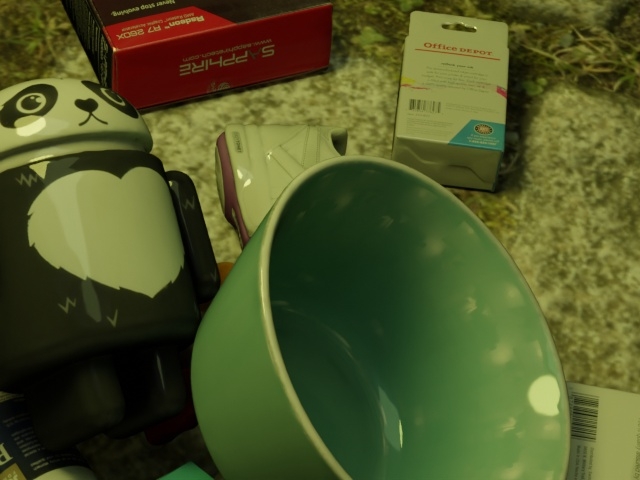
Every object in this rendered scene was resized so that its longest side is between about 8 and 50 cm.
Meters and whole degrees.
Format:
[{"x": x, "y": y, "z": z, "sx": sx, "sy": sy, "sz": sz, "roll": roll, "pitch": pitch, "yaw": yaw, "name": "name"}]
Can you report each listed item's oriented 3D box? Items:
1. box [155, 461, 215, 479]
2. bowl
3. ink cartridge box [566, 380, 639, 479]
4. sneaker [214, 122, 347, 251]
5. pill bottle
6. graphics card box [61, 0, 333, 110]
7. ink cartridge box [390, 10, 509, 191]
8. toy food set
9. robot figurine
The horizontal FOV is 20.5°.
[{"x": -0.039, "y": 0.277, "z": 1.311, "sx": 0.244, "sy": 0.100, "sz": 0.060, "roll": 34, "pitch": 31, "yaw": 22, "name": "box"}, {"x": 0.026, "y": 0.110, "z": 1.324, "sx": 0.311, "sy": 0.163, "sz": 0.312, "roll": 26, "pitch": 48, "yaw": -33, "name": "bowl"}, {"x": 0.240, "y": 0.207, "z": 1.415, "sx": 0.219, "sy": 0.093, "sz": 0.160, "roll": 10, "pitch": 49, "yaw": 4, "name": "ink cartridge box"}, {"x": 0.000, "y": 0.000, "z": 1.559, "sx": 0.152, "sy": 0.114, "sz": 0.305, "roll": -7, "pitch": 50, "yaw": -10, "name": "sneaker"}, {"x": -0.228, "y": 0.189, "z": 1.382, "sx": 0.094, "sy": 0.094, "sz": 0.169, "roll": -25, "pitch": 55, "yaw": -25, "name": "pill bottle"}, {"x": -0.162, "y": -0.302, "z": 1.826, "sx": 0.232, "sy": 0.094, "sz": 0.371, "roll": -15, "pitch": 51, "yaw": -17, "name": "graphics card box"}, {"x": 0.127, "y": -0.138, "z": 1.729, "sx": 0.104, "sy": 0.062, "sz": 0.181, "roll": 8, "pitch": 49, "yaw": 1, "name": "ink cartridge box"}, {"x": -0.080, "y": 0.146, "z": 1.458, "sx": 0.111, "sy": 0.104, "sz": 0.232, "roll": -14, "pitch": 68, "yaw": -34, "name": "toy food set"}, {"x": -0.187, "y": 0.013, "z": 1.349, "sx": 0.173, "sy": 0.209, "sz": 0.278, "roll": -17, "pitch": 79, "yaw": 9, "name": "robot figurine"}]
